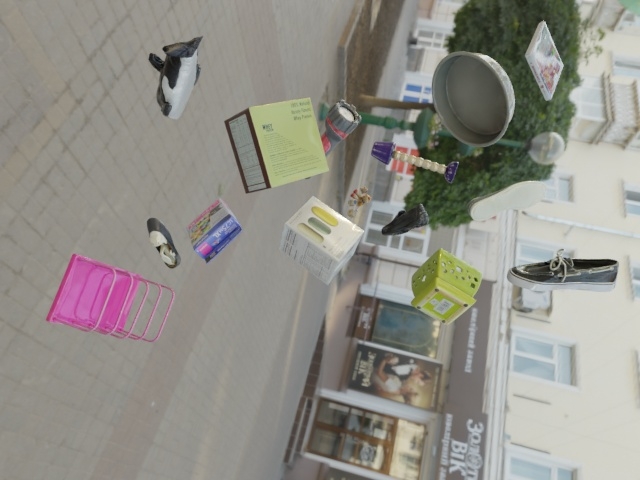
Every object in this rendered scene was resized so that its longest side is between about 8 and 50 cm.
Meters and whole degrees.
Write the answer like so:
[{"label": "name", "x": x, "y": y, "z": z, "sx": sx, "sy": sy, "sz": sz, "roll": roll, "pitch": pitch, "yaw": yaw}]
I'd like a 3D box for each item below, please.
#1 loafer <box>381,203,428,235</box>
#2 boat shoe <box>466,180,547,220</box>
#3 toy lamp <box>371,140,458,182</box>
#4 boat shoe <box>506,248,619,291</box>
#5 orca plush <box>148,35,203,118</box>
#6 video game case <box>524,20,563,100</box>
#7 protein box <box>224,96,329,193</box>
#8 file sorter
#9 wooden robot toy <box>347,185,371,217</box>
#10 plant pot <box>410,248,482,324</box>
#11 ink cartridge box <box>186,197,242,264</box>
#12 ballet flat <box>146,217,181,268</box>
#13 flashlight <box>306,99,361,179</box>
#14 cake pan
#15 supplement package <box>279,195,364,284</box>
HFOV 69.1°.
[{"label": "loafer", "x": 0.298, "y": -0.069, "z": 1.669, "sx": 0.223, "sy": 0.076, "sz": 0.078, "roll": -26, "pitch": -110, "yaw": 55}, {"label": "boat shoe", "x": 0.754, "y": -0.174, "z": 1.899, "sx": 0.099, "sy": 0.319, "sz": 0.116, "roll": -98, "pitch": 167, "yaw": -69}, {"label": "toy lamp", "x": 0.299, "y": -0.259, "z": 1.496, "sx": 0.080, "sy": 0.274, "sz": 0.080, "roll": 17, "pitch": 90, "yaw": -80}, {"label": "boat shoe", "x": 0.729, "y": 0.089, "z": 1.401, "sx": 0.113, "sy": 0.306, "sz": 0.105, "roll": -59, "pitch": 149, "yaw": -56}, {"label": "orca plush", "x": -0.337, "y": -0.362, "z": 1.008, "sx": 0.151, "sy": 0.102, "sz": 0.287, "roll": -61, "pitch": -167, "yaw": -8}, {"label": "video game case", "x": 0.753, "y": -0.602, "z": 1.558, "sx": 0.183, "sy": 0.023, "sz": 0.201, "roll": 48, "pitch": 57, "yaw": -27}, {"label": "protein box", "x": -0.115, "y": -0.251, "z": 1.233, "sx": 0.200, "sy": 0.136, "sz": 0.201, "roll": -23, "pitch": 103, "yaw": -37}, {"label": "file sorter", "x": -0.621, "y": 0.190, "z": 1.424, "sx": 0.290, "sy": 0.182, "sz": 0.202, "roll": 43, "pitch": 62, "yaw": -65}, {"label": "wooden robot toy", "x": 0.174, "y": -0.174, "z": 1.963, "sx": 0.076, "sy": 0.079, "sz": 0.173, "roll": 51, "pitch": 56, "yaw": -24}, {"label": "plant pot", "x": 0.524, "y": 0.211, "z": 1.968, "sx": 0.228, "sy": 0.227, "sz": 0.207, "roll": -56, "pitch": -174, "yaw": 42}, {"label": "ink cartridge box", "x": -0.406, "y": -0.044, "z": 1.758, "sx": 0.186, "sy": 0.065, "sz": 0.311, "roll": -42, "pitch": -148, "yaw": -2}, {"label": "ballet flat", "x": -0.553, "y": 0.016, "z": 1.631, "sx": 0.074, "sy": 0.074, "sz": 0.203, "roll": -67, "pitch": 143, "yaw": -52}, {"label": "flashlight", "x": 0.004, "y": -0.317, "z": 1.513, "sx": 0.304, "sy": 0.103, "sz": 0.103, "roll": -41, "pitch": -167, "yaw": 41}, {"label": "cake pan", "x": 0.455, "y": -0.423, "z": 1.384, "sx": 0.054, "sy": 0.293, "sz": 0.293, "roll": -32, "pitch": 152, "yaw": -19}, {"label": "supplement package", "x": 0.000, "y": 0.000, "z": 1.917, "sx": 0.199, "sy": 0.262, "sz": 0.198, "roll": -48, "pitch": 167, "yaw": -33}]
